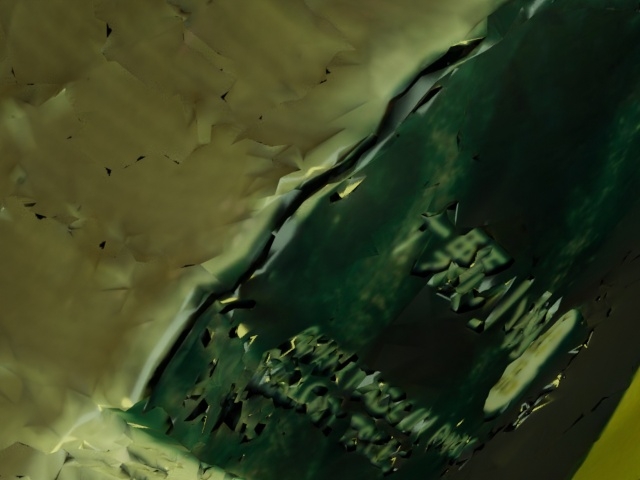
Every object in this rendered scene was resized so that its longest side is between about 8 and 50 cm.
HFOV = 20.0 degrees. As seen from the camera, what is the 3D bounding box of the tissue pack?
[{"bbox_3d":[0.000,0.000,0.566,0.253,0.264,0.416,-48,147,2],"label":"tissue pack"}]
